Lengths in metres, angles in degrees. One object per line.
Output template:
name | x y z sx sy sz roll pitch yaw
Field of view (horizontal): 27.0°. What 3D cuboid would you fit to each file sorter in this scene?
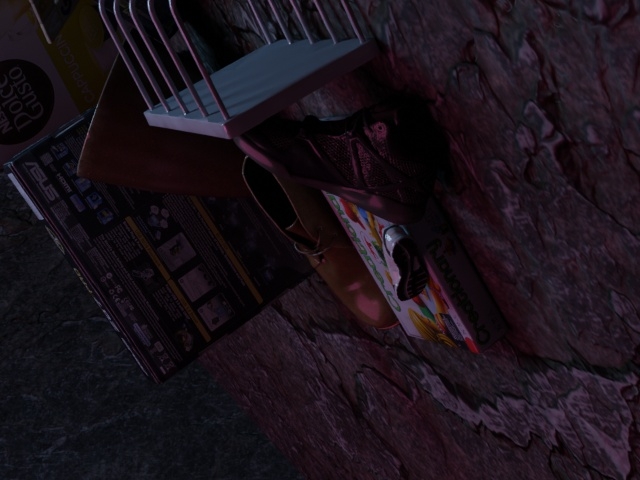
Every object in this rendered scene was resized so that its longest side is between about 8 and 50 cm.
file sorter | -0.104 -0.238 1.468 0.173 0.193 0.277 64 162 -19

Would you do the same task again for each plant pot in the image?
plant pot | -0.186 -0.147 1.819 0.230 0.215 0.215 21 165 -7

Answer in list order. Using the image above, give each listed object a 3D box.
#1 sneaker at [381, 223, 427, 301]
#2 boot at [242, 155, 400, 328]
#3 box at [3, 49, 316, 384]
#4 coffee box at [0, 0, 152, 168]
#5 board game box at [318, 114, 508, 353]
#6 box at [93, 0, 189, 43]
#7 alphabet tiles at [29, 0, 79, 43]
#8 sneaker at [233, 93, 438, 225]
sneaker | 0.094 0.024 1.524 0.044 0.040 0.109 -124 17 -44
boot | 0.000 0.000 1.725 0.112 0.115 0.305 -33 95 30
box | -0.229 -0.036 1.985 0.395 0.318 0.097 57 165 -11
coffee box | -0.516 -0.367 2.100 0.338 0.334 0.338 34 154 51
board game box | 0.092 -0.010 1.603 0.305 0.053 0.193 59 163 -14
box | -0.296 -0.368 1.791 0.183 0.059 0.232 45 -172 18
alphabet tiles | -0.366 -0.425 1.846 0.009 0.198 0.237 13 148 19
sneaker | 0.022 -0.114 1.427 0.227 0.087 0.130 22 122 6
